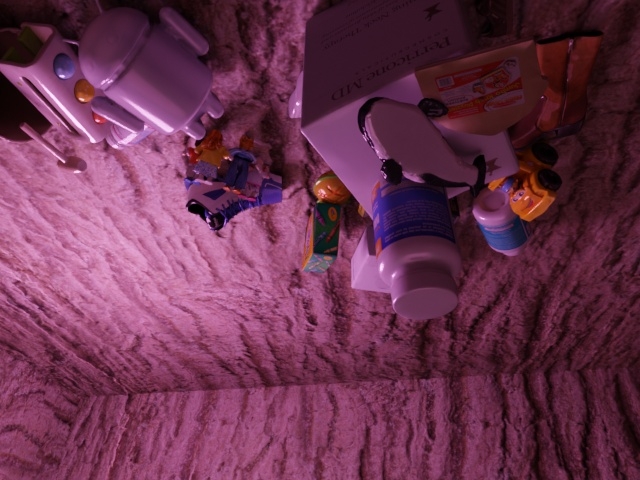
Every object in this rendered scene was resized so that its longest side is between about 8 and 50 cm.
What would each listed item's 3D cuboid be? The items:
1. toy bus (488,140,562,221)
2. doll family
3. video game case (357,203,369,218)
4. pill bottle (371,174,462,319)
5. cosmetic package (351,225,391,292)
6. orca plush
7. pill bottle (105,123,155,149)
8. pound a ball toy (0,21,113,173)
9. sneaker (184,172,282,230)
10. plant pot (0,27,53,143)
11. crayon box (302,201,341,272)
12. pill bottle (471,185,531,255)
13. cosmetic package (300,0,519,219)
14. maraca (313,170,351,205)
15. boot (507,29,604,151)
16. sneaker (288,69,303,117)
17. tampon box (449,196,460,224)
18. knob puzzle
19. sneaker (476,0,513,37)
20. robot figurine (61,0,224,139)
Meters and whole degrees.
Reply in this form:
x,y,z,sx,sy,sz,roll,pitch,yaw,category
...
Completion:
x,y,z,sx,sy,sz,roll,pitch,yaw,category
0.535,-0.189,1.335,0.212,0.220,0.149,17,145,-9,toy bus
-0.259,-0.225,1.363,0.263,0.163,0.118,16,170,-17,doll family
0.246,-0.194,1.369,0.275,0.035,0.248,-22,149,-22,video game case
0.177,0.002,0.895,0.153,0.271,0.152,0,143,0,pill bottle
0.248,0.076,1.749,0.224,0.138,0.224,9,143,-9,cosmetic package
0.170,-0.172,0.839,0.288,0.102,0.151,6,109,-27,orca plush
-0.512,-0.313,1.304,0.160,0.087,0.087,-24,136,30,pill bottle
-0.612,-0.319,1.149,0.136,0.208,0.319,12,157,12,pound a ball toy
-0.276,-0.112,1.484,0.316,0.182,0.127,1,144,0,sneaker
-0.817,-0.381,1.127,0.274,0.256,0.256,13,144,11,plant pot
0.000,0.000,1.562,0.081,0.165,0.278,6,164,-7,crayon box
0.598,-0.054,1.559,0.146,0.146,0.264,-18,138,24,pill bottle
0.182,-0.319,1.022,0.330,0.393,0.327,-20,138,24,cosmetic package
0.041,-0.152,1.492,0.128,0.099,0.185,2,155,0,maraca
0.547,-0.363,1.198,0.265,0.096,0.280,-8,141,13,boot
-0.013,-0.367,1.199,0.094,0.080,0.212,-1,175,-18,sneaker
0.348,-0.092,1.554,0.161,0.101,0.120,9,141,-10,tampon box
0.264,-0.239,0.777,0.214,0.029,0.213,5,154,2,knob puzzle
0.370,-0.517,1.024,0.071,0.066,0.188,-11,140,18,sneaker
-0.396,-0.385,1.111,0.300,0.199,0.354,-48,127,7,robot figurine
